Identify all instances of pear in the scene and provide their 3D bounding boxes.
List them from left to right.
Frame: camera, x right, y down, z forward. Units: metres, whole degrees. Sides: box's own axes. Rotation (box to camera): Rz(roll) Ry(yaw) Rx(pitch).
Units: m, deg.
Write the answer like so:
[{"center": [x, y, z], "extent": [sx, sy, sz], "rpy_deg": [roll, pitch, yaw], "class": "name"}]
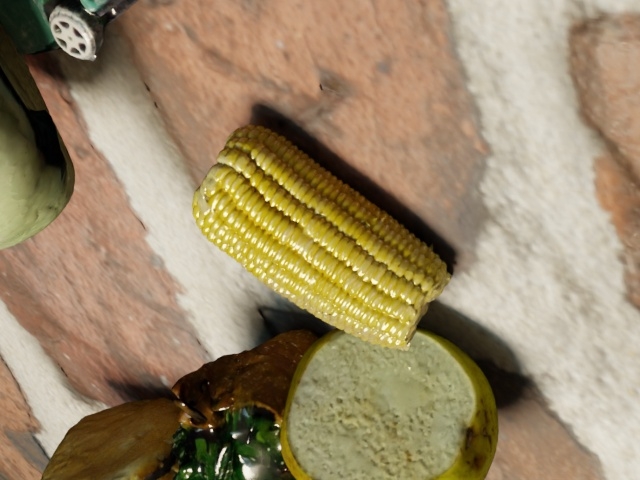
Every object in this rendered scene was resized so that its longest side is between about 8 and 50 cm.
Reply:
[{"center": [0.046, 0.124, 1.018], "extent": [0.141, 0.141, 0.104], "rpy_deg": [26, 161, 23], "class": "pear"}]

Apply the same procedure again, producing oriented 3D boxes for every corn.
[{"center": [0.000, 0.000, 0.975], "extent": [0.165, 0.085, 0.063], "rpy_deg": [32, 179, 6], "class": "corn"}]

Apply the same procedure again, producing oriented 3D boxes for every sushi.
[{"center": [-0.032, 0.177, 1.157], "extent": [0.149, 0.140, 0.287], "rpy_deg": [7, 135, 32], "class": "sushi"}]

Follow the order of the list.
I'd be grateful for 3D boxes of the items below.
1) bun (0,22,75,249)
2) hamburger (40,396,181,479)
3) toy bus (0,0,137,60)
[{"center": [-0.282, -0.104, 0.961], "extent": [0.283, 0.179, 0.283], "rpy_deg": [60, 178, 4], "class": "bun"}, {"center": [-0.139, 0.211, 1.317], "extent": [0.185, 0.159, 0.131], "rpy_deg": [-18, 115, 24], "class": "hamburger"}, {"center": [-0.107, -0.179, 0.855], "extent": [0.109, 0.091, 0.262], "rpy_deg": [54, 145, -9], "class": "toy bus"}]
